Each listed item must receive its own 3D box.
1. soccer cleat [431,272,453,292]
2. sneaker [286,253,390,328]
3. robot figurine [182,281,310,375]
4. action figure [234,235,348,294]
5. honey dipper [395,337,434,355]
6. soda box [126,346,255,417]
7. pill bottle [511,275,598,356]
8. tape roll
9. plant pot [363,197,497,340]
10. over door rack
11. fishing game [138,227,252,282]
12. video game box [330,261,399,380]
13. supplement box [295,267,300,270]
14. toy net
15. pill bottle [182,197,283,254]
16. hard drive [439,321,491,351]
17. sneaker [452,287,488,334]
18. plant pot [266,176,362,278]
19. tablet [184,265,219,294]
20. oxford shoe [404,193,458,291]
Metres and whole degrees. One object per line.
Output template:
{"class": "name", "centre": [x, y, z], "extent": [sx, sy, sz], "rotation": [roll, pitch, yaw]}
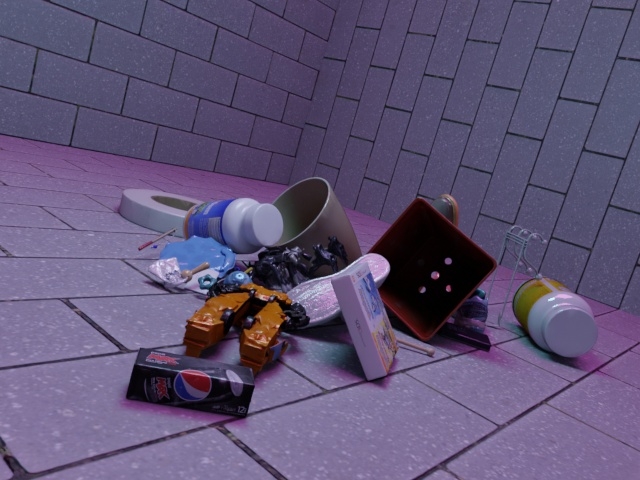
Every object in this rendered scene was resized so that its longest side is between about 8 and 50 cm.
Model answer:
{"class": "soccer cleat", "centre": [0.483, 0.163, 2.088], "extent": [0.248, 0.083, 0.095], "rotation": [10, 40, -57]}
{"class": "sneaker", "centre": [0.025, 0.153, 1.296], "extent": [0.292, 0.169, 0.108], "rotation": [-23, 61, -25]}
{"class": "robot figurine", "centre": [-0.137, 0.152, 1.055], "extent": [0.211, 0.085, 0.291], "rotation": [18, 10, 7]}
{"class": "action figure", "centre": [-0.076, 0.078, 1.427], "extent": [0.276, 0.141, 0.164], "rotation": [-13, 16, 23]}
{"class": "honey dipper", "centre": [0.188, 0.233, 1.299], "extent": [0.161, 0.030, 0.030], "rotation": [19, 10, 2]}
{"class": "soda box", "centre": [-0.181, 0.201, 0.796], "extent": [0.169, 0.053, 0.060], "rotation": [13, 10, -14]}
{"class": "pill bottle", "centre": [0.707, 0.230, 1.699], "extent": [0.188, 0.188, 0.334], "rotation": [17, 10, 5]}
{"class": "tape roll", "centre": [-0.475, -0.089, 1.896], "extent": [0.392, 0.072, 0.392], "rotation": [16, 10, -3]}
{"class": "plant pot", "centre": [0.292, 0.084, 1.519], "extent": [0.267, 0.267, 0.236], "rotation": [44, 7, 19]}
{"class": "over door rack", "centre": [0.619, 0.119, 1.831], "extent": [0.108, 0.324, 0.239], "rotation": [26, 9, 1]}
{"class": "fishing game", "centre": [-0.304, 0.048, 1.391], "extent": [0.264, 0.041, 0.189], "rotation": [23, 34, 19]}
{"class": "video game box", "centre": [0.094, 0.153, 1.133], "extent": [0.048, 0.205, 0.187], "rotation": [-21, 0, 18]}
{"class": "supplement box", "centre": [-0.065, 0.070, 1.771], "extent": [0.098, 0.036, 0.062], "rotation": [20, 10, 23]}
{"class": "toy net", "centre": [-0.268, 0.101, 1.248], "extent": [0.232, 0.045, 0.122], "rotation": [9, 46, -6]}
{"class": "pill bottle", "centre": [-0.236, -0.037, 1.524], "extent": [0.272, 0.152, 0.152], "rotation": [-3, -5, 40]}
{"class": "hard drive", "centre": [0.389, 0.256, 1.517], "extent": [0.135, 0.022, 0.094], "rotation": [18, 10, 9]}
{"class": "sneaker", "centre": [0.457, 0.191, 1.698], "extent": [0.110, 0.122, 0.283], "rotation": [17, 10, 0]}
{"class": "plant pot", "centre": [0.000, 0.000, 1.641], "extent": [0.274, 0.256, 0.256], "rotation": [46, -8, -33]}
{"class": "tablet", "centre": [-0.273, 0.092, 1.297], "extent": [0.054, 0.006, 0.083], "rotation": [17, 37, 3]}
{"class": "oxford shoe", "centre": [0.296, 0.026, 1.697], "extent": [0.133, 0.363, 0.130], "rotation": [3, 28, -42]}
